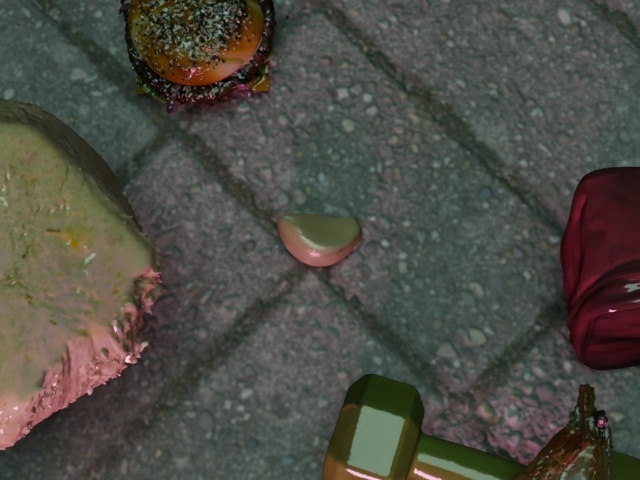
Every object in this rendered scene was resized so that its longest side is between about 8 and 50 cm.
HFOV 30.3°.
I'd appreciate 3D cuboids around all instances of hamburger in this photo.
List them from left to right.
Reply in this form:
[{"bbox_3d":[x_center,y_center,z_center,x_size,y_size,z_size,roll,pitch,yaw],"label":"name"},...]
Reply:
[{"bbox_3d":[-0.124,-0.225,1.184,0.164,0.093,0.190,-12,75,1],"label":"hamburger"}]

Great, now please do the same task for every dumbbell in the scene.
[{"bbox_3d":[0.155,0.217,1.059,0.302,0.121,0.108,17,50,8],"label":"dumbbell"}]

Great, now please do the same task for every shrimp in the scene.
[{"bbox_3d":[0.201,0.207,0.981,0.091,0.043,0.184,21,79,11],"label":"shrimp"}]

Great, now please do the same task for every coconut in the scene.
[{"bbox_3d":[-0.303,0.043,1.034,0.297,0.309,0.297,6,76,-27],"label":"coconut"}]

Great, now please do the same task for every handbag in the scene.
[{"bbox_3d":[0.288,0.031,1.034,0.146,0.225,0.135,-6,68,3],"label":"handbag"}]

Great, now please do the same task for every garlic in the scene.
[{"bbox_3d":[0.000,-0.001,1.155,0.083,0.041,0.053,-2,64,-5],"label":"garlic"}]
